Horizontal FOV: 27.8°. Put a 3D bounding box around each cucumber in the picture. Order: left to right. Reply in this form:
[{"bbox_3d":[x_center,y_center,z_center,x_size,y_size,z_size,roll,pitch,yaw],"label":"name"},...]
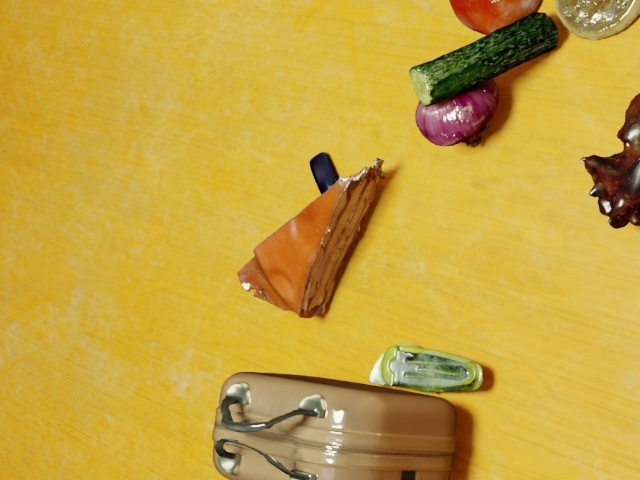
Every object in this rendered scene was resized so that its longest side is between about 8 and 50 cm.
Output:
[{"bbox_3d":[0.204,-0.223,1.592,0.187,0.058,0.058,-25,59,-5],"label":"cucumber"}]

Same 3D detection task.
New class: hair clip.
[{"bbox_3d":[0.140,0.166,1.667,0.188,0.033,0.060,2,82,46],"label":"hair clip"}]

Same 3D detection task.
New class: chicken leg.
[{"bbox_3d":[0.421,-0.195,1.430,0.158,0.096,0.407,37,107,62],"label":"chicken leg"}]

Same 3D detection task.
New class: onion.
[{"bbox_3d":[0.179,-0.166,1.653,0.115,0.115,0.104,-15,117,41],"label":"onion"}]

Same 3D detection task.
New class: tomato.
[{"bbox_3d":[0.214,-0.344,1.661,0.155,0.069,0.155,-10,75,43],"label":"tomato"}]

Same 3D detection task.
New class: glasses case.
[{"bbox_3d":[0.007,-0.089,1.845,0.033,0.023,0.083,-43,57,34],"label":"glasses case"}]

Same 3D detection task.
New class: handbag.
[{"bbox_3d":[-0.011,0.247,1.624,0.302,0.283,0.149,6,85,44],"label":"handbag"}]

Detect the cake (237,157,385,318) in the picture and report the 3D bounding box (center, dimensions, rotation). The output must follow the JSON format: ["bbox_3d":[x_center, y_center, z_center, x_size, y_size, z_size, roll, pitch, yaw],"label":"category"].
[{"bbox_3d":[0.005,0.000,1.782,0.287,0.098,0.135,-49,61,33],"label":"cake"}]

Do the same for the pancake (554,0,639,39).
[{"bbox_3d":[0.342,-0.312,1.565,0.139,0.022,0.139,-8,78,42],"label":"pancake"}]
